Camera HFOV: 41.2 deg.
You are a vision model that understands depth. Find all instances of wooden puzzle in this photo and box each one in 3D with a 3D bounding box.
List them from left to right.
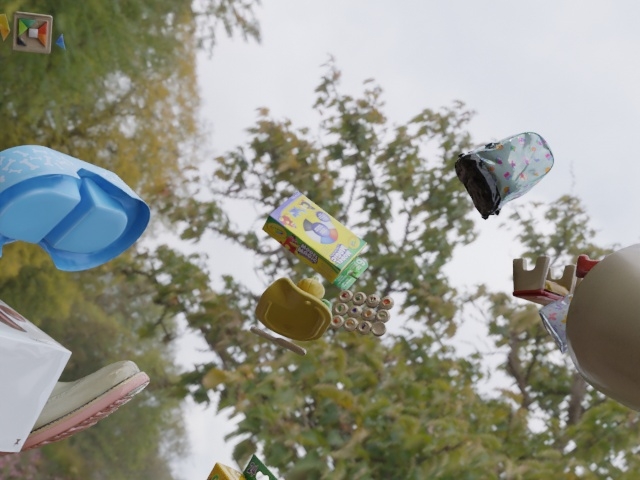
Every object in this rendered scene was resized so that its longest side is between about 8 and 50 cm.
[{"bbox_3d":[-0.532,-0.382,1.569,0.014,0.116,0.078,-130,-141,-56],"label":"wooden puzzle"}]

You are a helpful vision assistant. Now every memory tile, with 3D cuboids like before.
[{"bbox_3d":[0.100,0.176,2.070,0.148,0.113,0.012,8,-32,23],"label":"memory tile"}]

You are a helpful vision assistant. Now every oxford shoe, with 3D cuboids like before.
[{"bbox_3d":[-0.452,0.243,1.253,0.140,0.397,0.146,85,-17,-80],"label":"oxford shoe"}]

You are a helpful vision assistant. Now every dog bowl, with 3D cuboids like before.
[{"bbox_3d":[-0.374,-0.046,1.212,0.074,0.166,0.297,55,15,23],"label":"dog bowl"}]

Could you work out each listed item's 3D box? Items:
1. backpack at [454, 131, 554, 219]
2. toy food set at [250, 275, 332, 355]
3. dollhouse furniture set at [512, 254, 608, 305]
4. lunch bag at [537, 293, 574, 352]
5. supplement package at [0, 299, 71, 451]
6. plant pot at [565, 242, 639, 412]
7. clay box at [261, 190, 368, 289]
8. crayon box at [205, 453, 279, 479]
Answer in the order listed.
[{"bbox_3d":[0.387,-0.144,1.748,0.152,0.182,0.115,64,-14,1],"label":"backpack"},{"bbox_3d":[-0.044,0.115,1.497,0.128,0.071,0.218,23,-32,-5],"label":"toy food set"},{"bbox_3d":[0.542,0.135,1.557,0.201,0.374,0.152,-10,-111,50],"label":"dollhouse furniture set"},{"bbox_3d":[0.422,0.139,1.458,0.083,0.071,0.053,63,1,36],"label":"lunch bag"},{"bbox_3d":[-0.468,0.143,1.059,0.203,0.149,0.194,27,-2,31],"label":"supplement package"},{"bbox_3d":[0.505,0.154,1.166,0.274,0.256,0.256,-102,173,-78],"label":"plant pot"},{"bbox_3d":[0.000,0.000,1.813,0.222,0.127,0.053,36,-50,8],"label":"clay box"},{"bbox_3d":[-0.219,0.631,1.857,0.083,0.323,0.203,33,-5,-28],"label":"crayon box"}]
